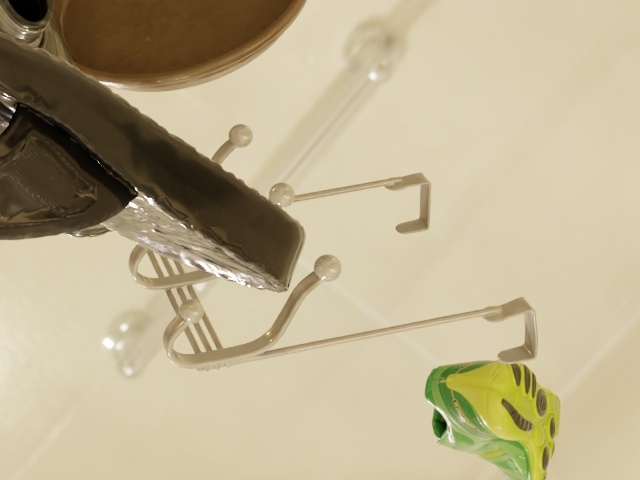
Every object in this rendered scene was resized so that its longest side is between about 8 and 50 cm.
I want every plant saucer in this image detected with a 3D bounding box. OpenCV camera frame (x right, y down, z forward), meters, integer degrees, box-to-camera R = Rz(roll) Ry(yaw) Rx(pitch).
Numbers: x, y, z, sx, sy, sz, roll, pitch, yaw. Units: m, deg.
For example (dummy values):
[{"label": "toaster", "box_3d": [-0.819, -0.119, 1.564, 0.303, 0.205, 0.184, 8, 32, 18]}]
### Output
[{"label": "plant saucer", "box_3d": [-0.137, -0.235, 1.329, 0.278, 0.278, 0.041, 53, 166, 39]}]

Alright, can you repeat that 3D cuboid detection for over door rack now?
[{"label": "over door rack", "box_3d": [0.000, 0.000, 1.183, 0.324, 0.108, 0.239, 0, -148, -23]}]

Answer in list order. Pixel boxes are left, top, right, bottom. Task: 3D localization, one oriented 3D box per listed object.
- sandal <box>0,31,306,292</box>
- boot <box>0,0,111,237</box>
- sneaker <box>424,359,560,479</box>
[{"label": "sandal", "box_3d": [-0.174, -0.041, 0.695, 0.167, 0.107, 0.446, 12, 166, 46]}, {"label": "boot", "box_3d": [-0.212, -0.127, 1.021, 0.246, 0.083, 0.161, 61, 162, 10]}, {"label": "sneaker", "box_3d": [0.194, 0.197, 1.579, 0.123, 0.109, 0.295, 9, 157, 25]}]
